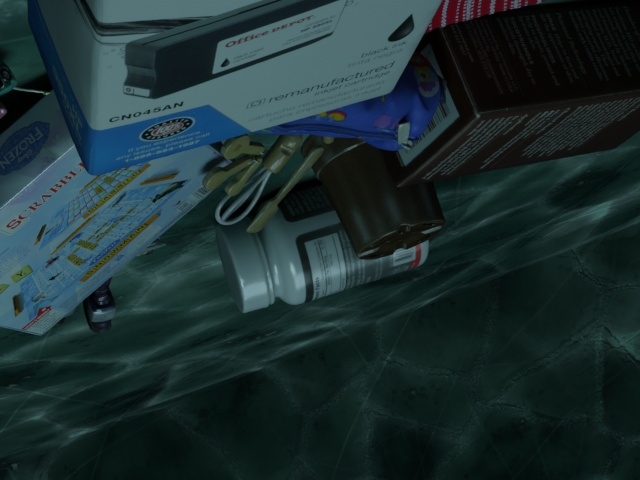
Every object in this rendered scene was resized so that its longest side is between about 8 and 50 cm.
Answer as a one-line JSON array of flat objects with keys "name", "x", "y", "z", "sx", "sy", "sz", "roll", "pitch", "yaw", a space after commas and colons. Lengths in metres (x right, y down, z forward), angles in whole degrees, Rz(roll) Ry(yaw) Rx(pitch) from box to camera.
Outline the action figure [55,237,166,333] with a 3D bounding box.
[{"name": "action figure", "x": -0.311, "y": 0.033, "z": 1.600, "sx": 0.185, "sy": 0.099, "sz": 0.285, "roll": -5, "pitch": 156, "yaw": -26}]

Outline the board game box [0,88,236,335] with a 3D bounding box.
[{"name": "board game box", "x": -0.269, "y": -0.035, "z": 1.281, "sx": 0.318, "sy": 0.066, "sz": 0.318, "roll": -40, "pitch": 163, "yaw": 4}]

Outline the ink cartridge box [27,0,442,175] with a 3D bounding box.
[{"name": "ink cartridge box", "x": -0.051, "y": -0.225, "z": 0.853, "sx": 0.285, "sy": 0.166, "sz": 0.395, "roll": -18, "pitch": 165, "yaw": -17}]

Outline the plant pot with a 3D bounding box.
[{"name": "plant pot", "x": 0.079, "y": -0.073, "z": 1.591, "sx": 0.167, "sy": 0.165, "sz": 0.167, "roll": -19, "pitch": 166, "yaw": -5}]

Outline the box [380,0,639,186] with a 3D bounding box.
[{"name": "box", "x": 0.266, "y": -0.188, "z": 1.486, "sx": 0.381, "sy": 0.143, "sz": 0.191, "roll": -9, "pitch": 161, "yaw": -32}]

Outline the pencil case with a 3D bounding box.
[{"name": "pencil case", "x": 0.005, "y": -0.158, "z": 1.238, "sx": 0.119, "sy": 0.133, "sz": 0.306, "roll": -40, "pitch": 156, "yaw": 29}]

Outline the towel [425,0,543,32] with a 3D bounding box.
[{"name": "towel", "x": 0.212, "y": -0.290, "z": 1.252, "sx": 0.275, "sy": 0.031, "sz": 0.199, "roll": -16, "pitch": 164, "yaw": -15}]

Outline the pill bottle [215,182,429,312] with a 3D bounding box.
[{"name": "pill bottle", "x": 0.000, "y": 0.000, "z": 1.755, "sx": 0.283, "sy": 0.161, "sz": 0.161, "roll": -17, "pitch": 165, "yaw": -12}]

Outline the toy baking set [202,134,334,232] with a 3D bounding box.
[{"name": "toy baking set", "x": -0.055, "y": -0.105, "z": 1.412, "sx": 0.197, "sy": 0.030, "sz": 0.256, "roll": -39, "pitch": 159, "yaw": -10}]

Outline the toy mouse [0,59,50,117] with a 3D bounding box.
[{"name": "toy mouse", "x": -0.319, "y": -0.134, "z": 1.093, "sx": 0.143, "sy": 0.031, "sz": 0.161, "roll": -15, "pitch": 165, "yaw": -19}]
